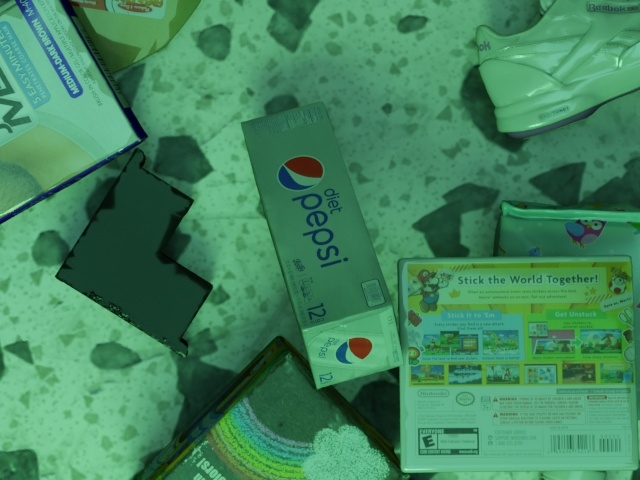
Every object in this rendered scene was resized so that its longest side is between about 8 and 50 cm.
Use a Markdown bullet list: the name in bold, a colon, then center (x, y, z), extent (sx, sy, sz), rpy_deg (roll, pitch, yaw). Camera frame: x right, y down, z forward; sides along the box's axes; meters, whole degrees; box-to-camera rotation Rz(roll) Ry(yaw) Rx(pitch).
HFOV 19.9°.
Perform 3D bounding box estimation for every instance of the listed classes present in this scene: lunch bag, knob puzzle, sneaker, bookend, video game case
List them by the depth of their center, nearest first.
- **video game case**: center (0.188, 0.118, 1.752), extent (0.227, 0.026, 0.206), rpy_deg (-1, 81, 2)
- **lunch bag**: center (0.302, 0.073, 1.853), extent (0.262, 0.160, 0.223), rpy_deg (4, 90, 3)
- **sneaker**: center (0.303, -0.220, 1.866), extent (0.305, 0.114, 0.152), rpy_deg (-23, 93, -2)
- **bookend**: center (-0.164, 0.012, 1.872), extent (0.156, 0.072, 0.157), rpy_deg (32, 89, -4)
- **knob puzzle**: center (-0.216, -0.265, 1.885), extent (0.213, 0.030, 0.213), rpy_deg (0, 91, -3)

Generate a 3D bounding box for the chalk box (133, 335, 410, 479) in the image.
- **chalk box**: center (-0.078, 0.262, 1.830), extent (0.289, 0.179, 0.180), rpy_deg (-44, 94, 0)

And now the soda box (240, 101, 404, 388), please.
- **soda box**: center (0.000, 0.000, 1.787), extent (0.091, 0.098, 0.286), rpy_deg (-16, 48, -2)

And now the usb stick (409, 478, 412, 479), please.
- **usb stick**: center (0.014, 0.364, 1.901), extent (0.077, 0.045, 0.278), rpy_deg (40, 89, -2)

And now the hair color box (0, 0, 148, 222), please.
- **hair color box**: center (-0.365, -0.096, 1.821), extent (0.339, 0.110, 0.185), rpy_deg (-30, 94, 2)

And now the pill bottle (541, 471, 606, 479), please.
- **pill bottle**: center (0.249, 0.297, 1.894), extent (0.078, 0.078, 0.137), rpy_deg (14, 90, -3)
